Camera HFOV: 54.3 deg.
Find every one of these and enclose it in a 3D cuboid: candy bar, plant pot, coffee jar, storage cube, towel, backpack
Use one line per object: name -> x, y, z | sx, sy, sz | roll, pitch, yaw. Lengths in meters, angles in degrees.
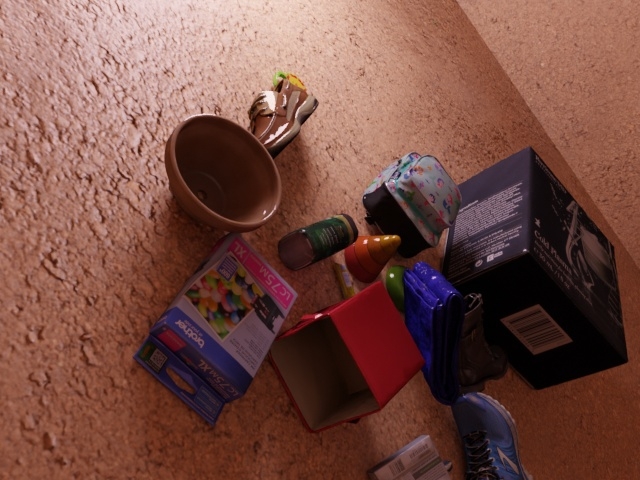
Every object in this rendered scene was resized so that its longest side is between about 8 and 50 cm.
candy bar -> 0.063, 0.122, 1.384 | 0.040, 0.018, 0.162 | 2, 65, -51
plant pot -> -0.198, -0.109, 1.168 | 0.237, 0.109, 0.238 | 24, 51, -33
coffee jar -> 0.000, 0.000, 1.331 | 0.184, 0.096, 0.079 | -24, 88, -51
storage cube -> 0.049, 0.218, 1.176 | 0.193, 0.183, 0.215 | -26, 86, -53
towel -> 0.225, 0.181, 1.312 | 0.308, 0.076, 0.228 | -102, -165, -80
backpack -> 0.245, -0.108, 1.610 | 0.225, 0.191, 0.253 | 51, 34, -10

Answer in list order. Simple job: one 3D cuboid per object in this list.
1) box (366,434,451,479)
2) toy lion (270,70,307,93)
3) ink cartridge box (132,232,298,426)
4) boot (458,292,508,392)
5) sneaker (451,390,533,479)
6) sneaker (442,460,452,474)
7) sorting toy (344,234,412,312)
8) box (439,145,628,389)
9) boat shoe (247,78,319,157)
box -> 0.195, 0.502, 1.223 | 0.145, 0.038, 0.186 | -24, 83, -26
toy lion -> -0.075, -0.387, 1.554 | 0.100, 0.034, 0.096 | 32, 39, -30
ink cartridge box -> -0.167, 0.142, 1.088 | 0.186, 0.065, 0.311 | 47, 42, -15
boot -> 0.389, 0.239, 1.537 | 0.263, 0.091, 0.229 | -23, 112, -50
sneaker -> 0.387, 0.499, 1.411 | 0.147, 0.129, 0.330 | -19, 82, -54
sneaker -> 0.239, 0.515, 1.306 | 0.135, 0.052, 0.058 | -31, 95, -42
sorting toy -> 0.225, 0.087, 1.500 | 0.365, 0.126, 0.127 | 36, 44, -26
box -> 0.614, 0.080, 1.803 | 0.480, 0.297, 0.472 | 43, 39, -20
boat shoe -> -0.109, -0.265, 1.378 | 0.120, 0.122, 0.324 | 43, 33, -12
